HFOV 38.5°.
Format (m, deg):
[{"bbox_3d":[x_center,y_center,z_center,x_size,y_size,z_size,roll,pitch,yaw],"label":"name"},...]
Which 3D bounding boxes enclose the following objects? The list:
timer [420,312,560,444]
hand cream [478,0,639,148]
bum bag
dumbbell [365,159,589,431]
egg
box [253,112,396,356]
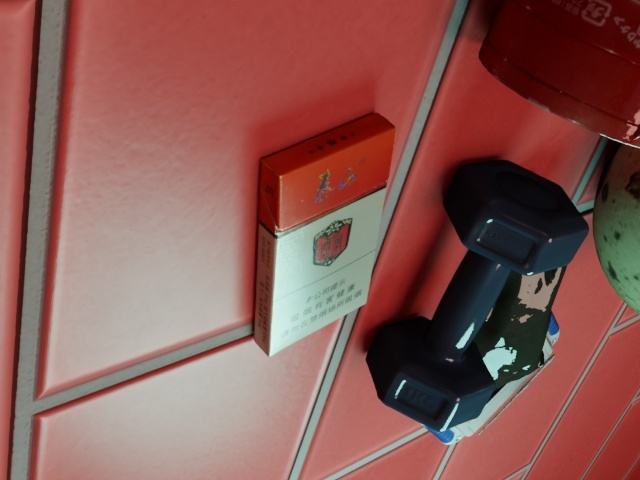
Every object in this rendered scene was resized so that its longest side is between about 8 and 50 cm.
[{"bbox_3d":[0.245,0.188,1.345,0.253,0.078,0.178,-45,147,-1],"label":"timer"},{"bbox_3d":[0.269,-0.188,0.818,0.230,0.230,0.149,-9,131,-44],"label":"hand cream"},{"bbox_3d":[0.248,0.069,1.192,0.142,0.079,0.326,4,117,-17],"label":"bum bag"},{"bbox_3d":[0.173,0.068,1.067,0.144,0.156,0.316,11,121,-20],"label":"dumbbell"},{"bbox_3d":[0.506,-0.027,1.218,0.287,0.287,0.379,-44,134,-3],"label":"egg"},{"bbox_3d":[0.000,0.000,0.893,0.139,0.035,0.245,-25,143,-30],"label":"box"}]
